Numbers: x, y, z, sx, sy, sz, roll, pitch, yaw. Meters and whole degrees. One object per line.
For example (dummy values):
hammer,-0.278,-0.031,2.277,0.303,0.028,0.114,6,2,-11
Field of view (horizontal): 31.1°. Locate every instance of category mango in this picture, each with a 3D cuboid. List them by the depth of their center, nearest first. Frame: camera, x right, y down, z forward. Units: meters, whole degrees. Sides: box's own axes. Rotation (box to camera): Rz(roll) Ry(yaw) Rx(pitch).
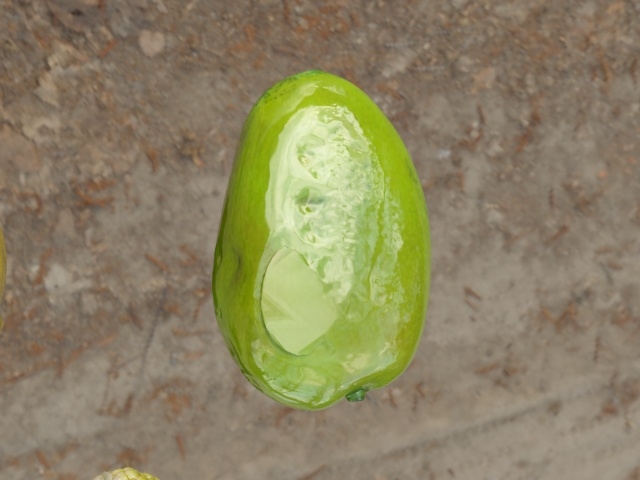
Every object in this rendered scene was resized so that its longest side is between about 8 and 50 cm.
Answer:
mango,0.000,0.000,0.367,0.073,0.056,0.108,-7,96,-23

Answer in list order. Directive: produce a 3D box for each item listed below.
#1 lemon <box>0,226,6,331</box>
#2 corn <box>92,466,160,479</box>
lemon,-0.324,0.005,0.816,0.188,0.256,0.188,-43,160,-20
corn,-0.090,0.262,0.912,0.081,0.081,0.248,-45,122,2
